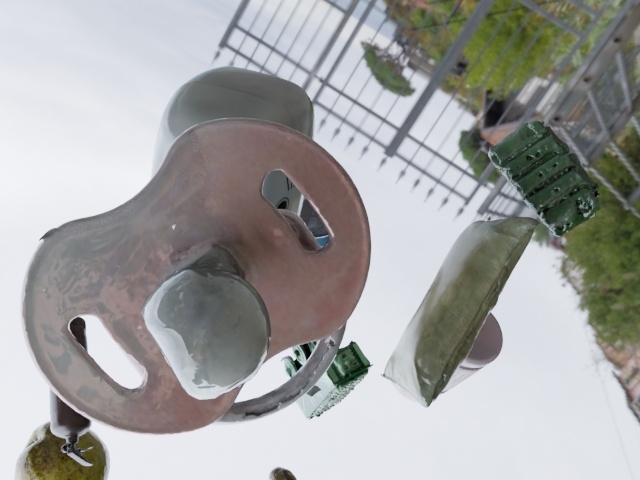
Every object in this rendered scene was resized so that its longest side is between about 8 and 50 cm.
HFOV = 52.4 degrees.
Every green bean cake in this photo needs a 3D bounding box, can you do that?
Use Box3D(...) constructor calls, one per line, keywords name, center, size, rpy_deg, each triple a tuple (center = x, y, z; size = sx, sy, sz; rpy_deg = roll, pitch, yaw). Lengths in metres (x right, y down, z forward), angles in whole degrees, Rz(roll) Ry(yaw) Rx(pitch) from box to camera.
Box3D(name="green bean cake", center=(0.398, -0.094, 1.099), size=(0.208, 0.107, 0.193), rpy_deg=(15, -142, -58))

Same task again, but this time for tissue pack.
Box3D(name="tissue pack", center=(-0.142, -0.080, 1.010), size=(0.229, 0.333, 0.236), rpy_deg=(17, -143, 6))

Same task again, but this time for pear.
Box3D(name="pear", center=(-0.560, 0.484, 1.407), size=(0.197, 0.197, 0.197), rpy_deg=(29, -162, -10))

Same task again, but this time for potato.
Box3D(name="potato", center=(-0.078, 0.503, 1.365), size=(0.051, 0.040, 0.083), rpy_deg=(-23, -158, -27))

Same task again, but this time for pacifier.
Box3D(name="pacifier", center=(-0.103, 0.044, 0.571), size=(0.220, 0.332, 0.273), rpy_deg=(53, 179, 20))

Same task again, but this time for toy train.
Box3D(name="toy train", center=(-0.003, 0.277, 1.397), size=(0.115, 0.269, 0.154), rpy_deg=(-22, -111, -29))

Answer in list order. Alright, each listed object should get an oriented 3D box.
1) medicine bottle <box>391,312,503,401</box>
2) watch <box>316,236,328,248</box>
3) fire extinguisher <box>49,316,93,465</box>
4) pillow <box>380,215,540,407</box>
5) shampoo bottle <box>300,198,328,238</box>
Box3D(name="medicine bottle", center=(0.238, 0.223, 1.277), size=(0.133, 0.250, 0.133), rpy_deg=(10, -123, -16))
Box3D(name="watch", center=(0.000, 0.000, 1.680), size=(0.211, 0.193, 0.211), rpy_deg=(-15, -90, -80))
Box3D(name="fire extinguisher", center=(-0.456, 0.276, 1.199), size=(0.089, 0.072, 0.268), rpy_deg=(54, -160, -62))
Box3D(name="pillow", center=(0.196, 0.087, 0.938), size=(0.075, 0.302, 0.185), rpy_deg=(34, 174, -10))
Box3D(name="shampoo bottle", center=(-0.048, -0.043, 1.315), size=(0.049, 0.087, 0.233), rpy_deg=(15, -167, 38))
